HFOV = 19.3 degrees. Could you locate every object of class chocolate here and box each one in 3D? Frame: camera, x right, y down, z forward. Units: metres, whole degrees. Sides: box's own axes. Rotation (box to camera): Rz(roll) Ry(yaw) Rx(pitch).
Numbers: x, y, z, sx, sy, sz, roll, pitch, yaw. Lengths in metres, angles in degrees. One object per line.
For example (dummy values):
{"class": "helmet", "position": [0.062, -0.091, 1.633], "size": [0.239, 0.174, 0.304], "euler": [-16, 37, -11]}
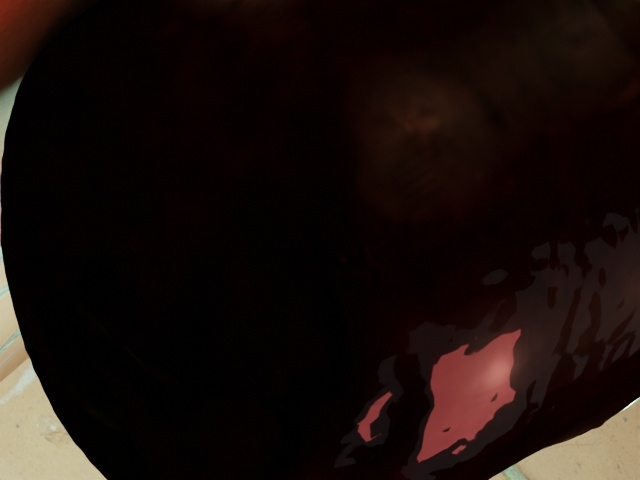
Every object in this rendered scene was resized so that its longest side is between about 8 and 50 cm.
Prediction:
{"class": "chocolate", "position": [0.000, 0.000, 0.986], "size": [0.331, 0.383, 0.383], "euler": [-35, 176, -34]}
